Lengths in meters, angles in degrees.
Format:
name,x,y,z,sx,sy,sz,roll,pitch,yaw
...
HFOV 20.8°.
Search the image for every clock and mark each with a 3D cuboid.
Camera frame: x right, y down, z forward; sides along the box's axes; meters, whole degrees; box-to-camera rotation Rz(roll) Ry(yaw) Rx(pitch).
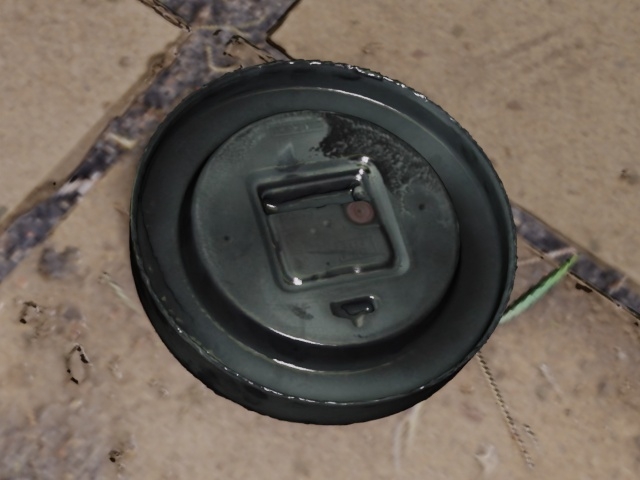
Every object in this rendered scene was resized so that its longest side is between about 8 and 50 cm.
name,x,y,z,sx,sy,sz,roll,pitch,yaw
clock,0.000,0.000,0.959,0.215,0.042,0.215,5,60,-9
